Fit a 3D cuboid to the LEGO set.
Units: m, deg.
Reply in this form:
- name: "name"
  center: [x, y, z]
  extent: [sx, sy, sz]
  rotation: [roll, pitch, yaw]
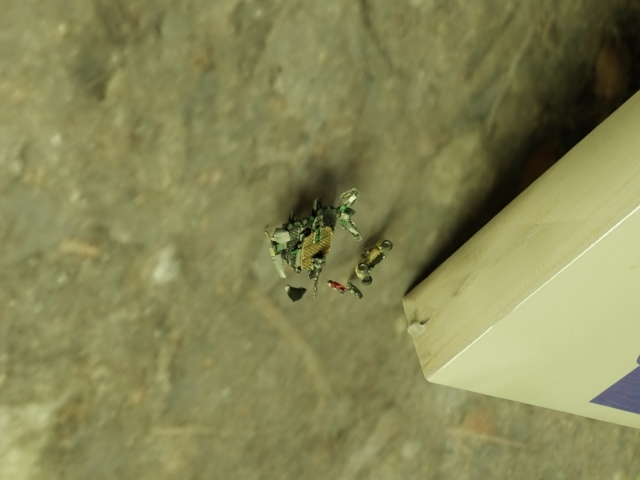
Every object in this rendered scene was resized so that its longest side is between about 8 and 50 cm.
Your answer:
- name: "LEGO set"
  center: [-0.001, 0.002, 0.717]
  extent: [0.054, 0.023, 0.083]
  rotation: [-48, 149, -9]

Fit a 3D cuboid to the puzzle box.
- name: "puzzle box"
  center: [0.263, -0.040, 0.733]
  extent: [0.272, 0.052, 0.409]
  rotation: [16, 134, -39]
